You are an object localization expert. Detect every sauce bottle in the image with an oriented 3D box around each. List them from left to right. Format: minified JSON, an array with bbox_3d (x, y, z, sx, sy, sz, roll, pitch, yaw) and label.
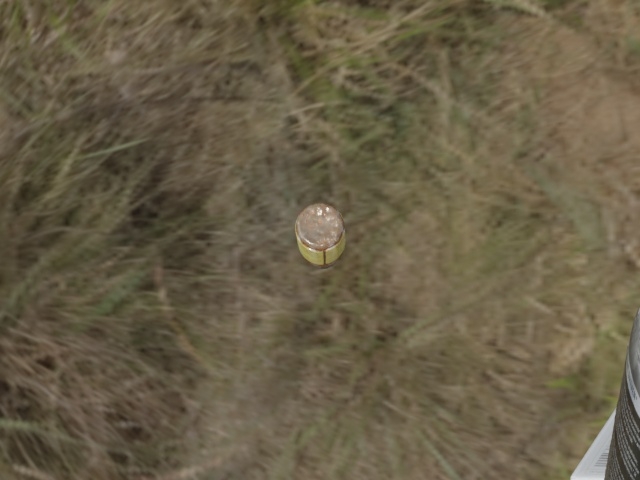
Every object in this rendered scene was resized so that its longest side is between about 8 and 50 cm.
[{"bbox_3d":[0.000,0.000,1.492,0.042,0.128,0.042,0,78,-1],"label":"sauce bottle"}]

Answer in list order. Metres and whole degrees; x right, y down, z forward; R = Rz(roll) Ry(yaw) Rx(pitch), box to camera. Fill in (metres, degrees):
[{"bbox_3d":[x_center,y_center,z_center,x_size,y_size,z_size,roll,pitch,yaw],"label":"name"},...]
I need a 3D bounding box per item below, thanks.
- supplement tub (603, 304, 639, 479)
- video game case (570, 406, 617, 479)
[{"bbox_3d":[0.299,0.138,1.197,0.207,0.207,0.338,-15,137,-14],"label":"supplement tub"},{"bbox_3d":[0.347,0.151,1.511,0.227,0.206,0.026,-44,123,-48],"label":"video game case"}]
